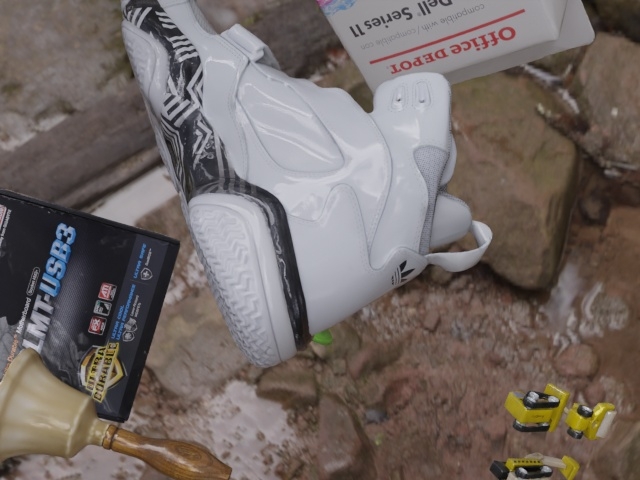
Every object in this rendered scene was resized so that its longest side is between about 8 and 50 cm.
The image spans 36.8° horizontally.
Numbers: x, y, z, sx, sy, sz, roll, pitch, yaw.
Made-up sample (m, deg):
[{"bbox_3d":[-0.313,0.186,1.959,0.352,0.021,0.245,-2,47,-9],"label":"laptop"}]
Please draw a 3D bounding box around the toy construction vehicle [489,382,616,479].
[{"bbox_3d":[0.161,0.141,0.692,0.035,0.098,0.085,40,120,51],"label":"toy construction vehicle"}]

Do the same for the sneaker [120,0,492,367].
[{"bbox_3d":[-0.021,-0.090,0.761,0.210,0.137,0.365,-19,61,-9],"label":"sneaker"}]

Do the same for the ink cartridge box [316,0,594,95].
[{"bbox_3d":[0.100,-0.272,0.906,0.207,0.353,0.119,-13,37,34],"label":"ink cartridge box"}]

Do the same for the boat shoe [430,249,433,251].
[{"bbox_3d":[0.000,0.000,1.420,0.341,0.110,0.121,-5,43,10],"label":"boat shoe"}]

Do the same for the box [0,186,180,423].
[{"bbox_3d":[-0.392,0.097,1.441,0.294,0.073,0.295,18,88,-21],"label":"box"}]

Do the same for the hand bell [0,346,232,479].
[{"bbox_3d":[-0.208,0.206,0.994,0.242,0.126,0.126,17,67,2],"label":"hand bell"}]

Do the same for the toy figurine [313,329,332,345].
[{"bbox_3d":[0.015,0.038,1.296,0.130,0.173,0.159,40,98,10],"label":"toy figurine"}]
